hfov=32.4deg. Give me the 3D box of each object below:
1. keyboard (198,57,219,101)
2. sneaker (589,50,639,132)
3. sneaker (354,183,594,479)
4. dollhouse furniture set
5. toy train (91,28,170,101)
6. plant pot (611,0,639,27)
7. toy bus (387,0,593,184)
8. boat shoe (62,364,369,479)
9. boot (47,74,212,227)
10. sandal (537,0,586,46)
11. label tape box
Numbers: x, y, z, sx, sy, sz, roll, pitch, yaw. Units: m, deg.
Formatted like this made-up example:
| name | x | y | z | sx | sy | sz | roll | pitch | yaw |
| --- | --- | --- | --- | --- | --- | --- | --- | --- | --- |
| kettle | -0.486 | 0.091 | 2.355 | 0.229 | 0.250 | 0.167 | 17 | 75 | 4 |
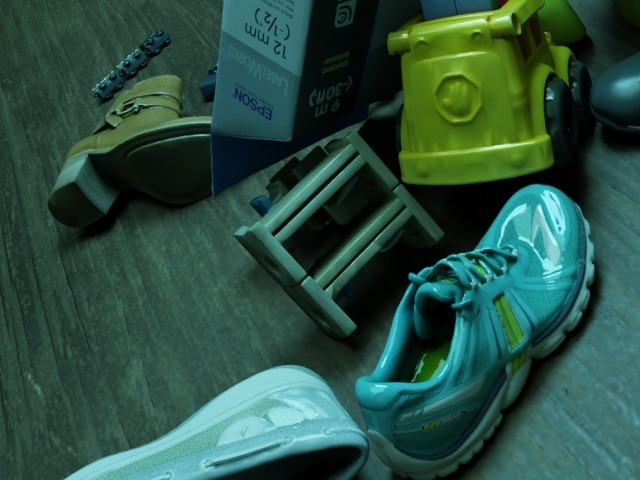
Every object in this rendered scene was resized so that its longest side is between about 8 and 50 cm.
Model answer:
| name | x | y | z | sx | sy | sz | roll | pitch | yaw |
| --- | --- | --- | --- | --- | --- | --- | --- | --- | --- |
| keyboard | -0.023 | -0.234 | 1.397 | 0.317 | 0.033 | 0.201 | -12 | 39 | 31 |
| sneaker | 0.370 | -0.210 | 0.928 | 0.331 | 0.146 | 0.122 | -25 | 35 | 15 |
| sneaker | 0.121 | 0.051 | 0.833 | 0.107 | 0.110 | 0.275 | 4 | 48 | 44 |
| dollhouse furniture set | 0.000 | 0.000 | 1.018 | 0.129 | 0.129 | 0.184 | -45 | 10 | -16 |
| toy train | -0.289 | -0.266 | 1.669 | 0.158 | 0.027 | 0.036 | -48 | 32 | -22 |
| plant pot | 0.328 | -0.343 | 1.045 | 0.254 | 0.239 | 0.254 | -23 | 34 | 17 |
| toy bus | 0.144 | -0.172 | 0.975 | 0.150 | 0.211 | 0.220 | -6 | 20 | 27 |
| boat shoe | -0.111 | 0.216 | 0.818 | 0.320 | 0.118 | 0.103 | -31 | 28 | -9 |
| boot | -0.193 | -0.131 | 1.363 | 0.284 | 0.109 | 0.220 | -23 | 30 | 29 |
| sandal | 0.142 | -0.288 | 1.192 | 0.138 | 0.126 | 0.317 | -40 | 51 | 12 |
| label tape box | 0.029 | -0.203 | 1.028 | 0.115 | 0.347 | 0.249 | 34 | 43 | 29 |
